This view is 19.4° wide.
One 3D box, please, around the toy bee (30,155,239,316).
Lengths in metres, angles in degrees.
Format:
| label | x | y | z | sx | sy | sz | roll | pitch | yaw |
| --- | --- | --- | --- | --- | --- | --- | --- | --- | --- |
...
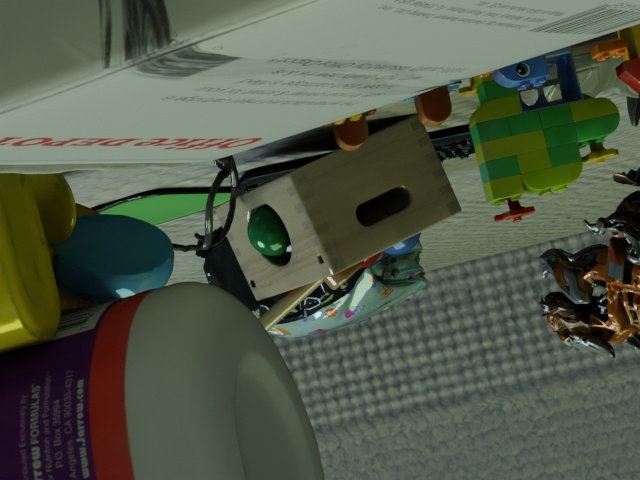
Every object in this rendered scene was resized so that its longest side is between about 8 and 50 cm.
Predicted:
| label | x | y | z | sx | sy | sz | roll | pitch | yaw |
| --- | --- | --- | --- | --- | --- | --- | --- | --- | --- |
| toy bee | -0.164 | 0.038 | 1.098 | 0.162 | 0.195 | 0.298 | 11 | -171 | 7 |

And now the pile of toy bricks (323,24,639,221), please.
| label | x | y | z | sx | sy | sz | roll | pitch | yaw |
| --- | --- | --- | --- | --- | --- | --- | --- | --- | --- |
| pile of toy bricks | 0.092 | -0.062 | 0.895 | 0.212 | 0.105 | 0.118 | -12 | 175 | -6 |

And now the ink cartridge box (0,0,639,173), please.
| label | x | y | z | sx | sy | sz | roll | pitch | yaw |
| --- | --- | --- | --- | --- | --- | --- | --- | --- | --- |
| ink cartridge box | 0.002 | -0.085 | 0.470 | 0.218 | 0.092 | 0.158 | -18 | 173 | 31 |

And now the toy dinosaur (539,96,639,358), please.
| label | x | y | z | sx | sy | sz | roll | pitch | yaw |
| --- | --- | --- | --- | --- | --- | --- | --- | --- | --- |
| toy dinosaur | 0.273 | -0.024 | 1.155 | 0.322 | 0.218 | 0.164 | -14 | 174 | 20 |

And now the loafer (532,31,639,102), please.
| label | x | y | z | sx | sy | sz | roll | pitch | yaw |
| --- | --- | --- | --- | --- | --- | --- | --- | --- | --- |
| loafer | 0.163 | -0.105 | 1.053 | 0.125 | 0.039 | 0.045 | -13 | 143 | -35 |

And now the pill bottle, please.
| label | x | y | z | sx | sy | sz | roll | pitch | yaw |
| --- | --- | --- | --- | --- | --- | --- | --- | --- | --- |
| pill bottle | -0.168 | 0.142 | 0.876 | 0.323 | 0.181 | 0.181 | -16 | 175 | 15 |

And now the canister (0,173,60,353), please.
| label | x | y | z | sx | sy | sz | roll | pitch | yaw |
| --- | --- | --- | --- | --- | --- | --- | --- | --- | --- |
| canister | -0.209 | 0.008 | 0.813 | 0.170 | 0.126 | 0.073 | -16 | 175 | 9 |

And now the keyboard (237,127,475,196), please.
| label | x | y | z | sx | sy | sz | roll | pitch | yaw |
| --- | --- | --- | --- | --- | --- | --- | --- | --- | --- |
| keyboard | 0.033 | -0.045 | 1.367 | 0.192 | 0.038 | 0.100 | -11 | 175 | -8 |

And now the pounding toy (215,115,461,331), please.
| label | x | y | z | sx | sy | sz | roll | pitch | yaw |
| --- | --- | --- | --- | --- | --- | --- | --- | --- | --- |
| pounding toy | 0.000 | 0.000 | 1.242 | 0.141 | 0.100 | 0.130 | -26 | -177 | -31 |

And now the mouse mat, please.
| label | x | y | z | sx | sy | sz | roll | pitch | yaw |
| --- | --- | --- | --- | --- | --- | --- | --- | --- | --- |
| mouse mat | -0.156 | -0.014 | 1.405 | 0.190 | 0.007 | 0.152 | -17 | 174 | 28 |

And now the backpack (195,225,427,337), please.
| label | x | y | z | sx | sy | sz | roll | pitch | yaw |
| --- | --- | --- | --- | --- | --- | --- | --- | --- | --- |
| backpack | 0.007 | 0.015 | 1.533 | 0.152 | 0.115 | 0.182 | -18 | 176 | 28 |
